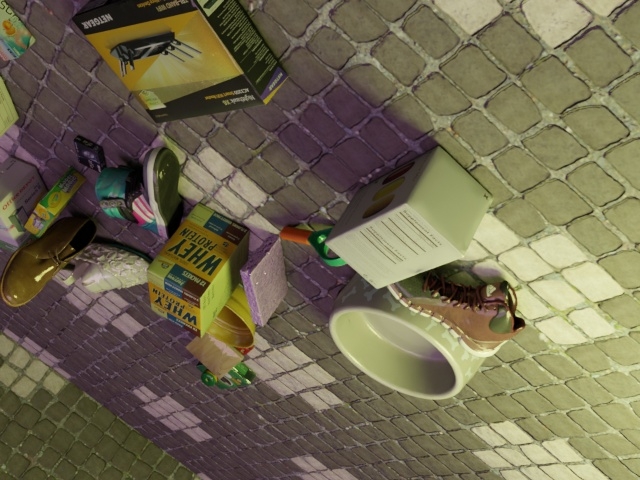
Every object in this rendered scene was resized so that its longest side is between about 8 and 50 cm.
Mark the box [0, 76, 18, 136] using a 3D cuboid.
[{"bbox_3d":[-0.822,-0.233,1.935,0.121,0.311,0.148,23,148,16],"label":"box"}]

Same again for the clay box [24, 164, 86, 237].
[{"bbox_3d":[-0.644,-0.095,2.151,0.053,0.127,0.222,40,150,-13],"label":"clay box"}]

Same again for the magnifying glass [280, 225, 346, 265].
[{"bbox_3d":[0.000,0.000,1.735,0.231,0.092,0.026,13,150,48],"label":"magnifying glass"}]

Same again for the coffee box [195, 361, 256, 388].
[{"bbox_3d":[-0.279,0.380,2.581,0.113,0.040,0.184,44,148,-16],"label":"coffee box"}]

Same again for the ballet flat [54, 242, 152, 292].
[{"bbox_3d":[-0.624,0.074,2.373,0.409,0.147,0.147,13,145,30],"label":"ballet flat"}]

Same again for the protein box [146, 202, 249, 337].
[{"bbox_3d":[-0.268,0.068,1.956,0.136,0.201,0.199,27,150,10],"label":"protein box"}]

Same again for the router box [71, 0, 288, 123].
[{"bbox_3d":[-0.238,-0.325,1.478,0.309,0.081,0.243,-1,136,45],"label":"router box"}]

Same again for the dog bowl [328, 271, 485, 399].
[{"bbox_3d":[0.171,0.202,1.836,0.349,0.102,0.348,24,149,16],"label":"dog bowl"}]

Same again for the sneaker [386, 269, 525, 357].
[{"bbox_3d":[0.259,0.090,1.615,0.281,0.106,0.162,35,139,-13],"label":"sneaker"}]

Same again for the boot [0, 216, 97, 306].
[{"bbox_3d":[-0.679,0.043,2.211,0.115,0.305,0.112,-6,128,42],"label":"boot"}]

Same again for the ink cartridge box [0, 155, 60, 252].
[{"bbox_3d":[-0.777,-0.086,2.263,0.093,0.154,0.212,21,147,21],"label":"ink cartridge box"}]

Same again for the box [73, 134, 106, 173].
[{"bbox_3d":[-0.520,-0.194,1.999,0.067,0.018,0.083,27,149,11],"label":"box"}]

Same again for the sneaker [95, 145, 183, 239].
[{"bbox_3d":[-0.395,-0.122,1.893,0.179,0.123,0.295,19,149,6],"label":"sneaker"}]

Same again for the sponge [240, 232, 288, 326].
[{"bbox_3d":[-0.119,0.088,1.929,0.031,0.117,0.210,23,149,21],"label":"sponge"}]

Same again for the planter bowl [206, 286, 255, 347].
[{"bbox_3d":[-0.232,0.164,2.172,0.217,0.090,0.217,24,148,16],"label":"planter bowl"}]

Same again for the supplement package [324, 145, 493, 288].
[{"bbox_3d":[0.145,-0.033,1.482,0.134,0.139,0.244,41,148,-15],"label":"supplement package"}]

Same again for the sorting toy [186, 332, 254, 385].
[{"bbox_3d":[-0.279,0.293,2.426,0.132,0.046,0.274,43,132,-3],"label":"sorting toy"}]

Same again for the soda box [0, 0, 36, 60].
[{"bbox_3d":[-0.644,-0.441,1.718,0.063,0.058,0.183,2,138,42],"label":"soda box"}]
